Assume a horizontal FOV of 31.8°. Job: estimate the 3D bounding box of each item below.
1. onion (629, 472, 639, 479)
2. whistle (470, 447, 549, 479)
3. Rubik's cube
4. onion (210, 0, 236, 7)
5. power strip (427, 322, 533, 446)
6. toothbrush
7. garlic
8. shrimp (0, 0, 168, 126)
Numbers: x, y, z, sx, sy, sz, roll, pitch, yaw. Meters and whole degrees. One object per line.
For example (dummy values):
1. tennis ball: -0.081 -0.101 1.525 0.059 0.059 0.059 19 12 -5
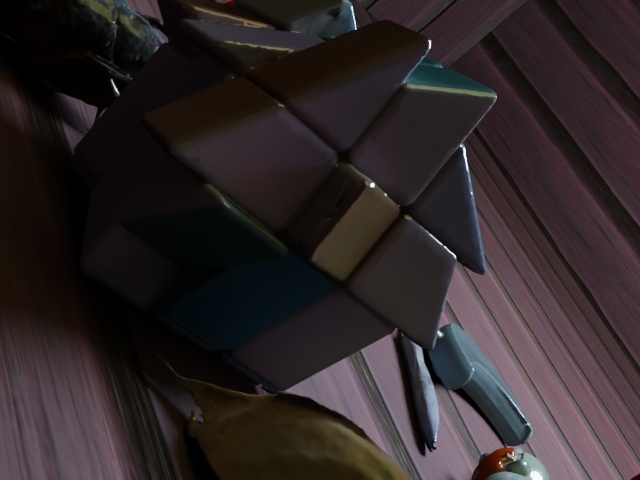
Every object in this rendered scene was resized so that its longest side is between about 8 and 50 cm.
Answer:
1. onion: 0.615 0.458 1.837 0.273 0.285 0.273 11 20 -4
2. whistle: 0.238 0.321 1.417 0.106 0.102 0.253 47 18 1
3. Rubik's cube: -0.030 -0.058 1.114 0.387 0.368 0.358 38 3 -36
4. onion: -0.159 -0.483 2.010 0.135 0.198 0.173 78 -13 -47
5. power strip: 0.226 0.203 1.708 0.253 0.054 0.167 44 13 -38
6. toothbrush: 0.134 0.170 1.602 0.042 0.035 0.413 23 23 -15
7. garlic: -0.011 0.217 0.927 0.196 0.151 0.338 20 30 -38
8. shrimp: -0.246 -0.225 1.246 0.372 0.137 0.172 39 36 -31
